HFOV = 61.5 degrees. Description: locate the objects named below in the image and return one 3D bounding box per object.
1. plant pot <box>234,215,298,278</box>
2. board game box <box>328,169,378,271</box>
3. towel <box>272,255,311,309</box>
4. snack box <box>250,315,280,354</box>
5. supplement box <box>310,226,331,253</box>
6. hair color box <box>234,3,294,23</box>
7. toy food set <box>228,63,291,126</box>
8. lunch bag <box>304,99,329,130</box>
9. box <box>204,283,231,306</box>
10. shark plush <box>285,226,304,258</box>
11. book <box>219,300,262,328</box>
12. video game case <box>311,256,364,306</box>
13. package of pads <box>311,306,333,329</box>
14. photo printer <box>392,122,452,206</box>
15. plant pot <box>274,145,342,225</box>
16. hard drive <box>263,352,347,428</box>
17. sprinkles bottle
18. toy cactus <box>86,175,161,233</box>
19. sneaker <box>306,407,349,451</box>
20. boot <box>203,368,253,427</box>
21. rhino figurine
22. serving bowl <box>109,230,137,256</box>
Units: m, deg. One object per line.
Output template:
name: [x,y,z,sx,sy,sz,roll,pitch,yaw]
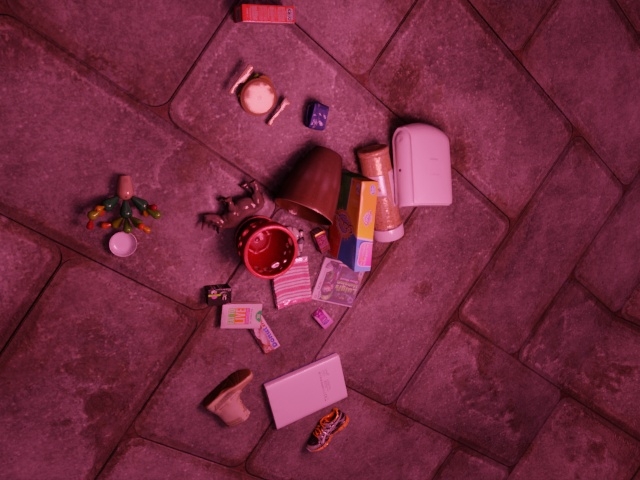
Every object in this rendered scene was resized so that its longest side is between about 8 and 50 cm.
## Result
plant pot: [-0.194,0.018,1.835,0.191,0.174,0.191,-7,108,-23]
board game box: [0.109,-0.076,1.910,0.064,0.242,0.316,-3,107,-23]
towel: [-0.105,0.155,1.982,0.144,0.029,0.197,-14,120,-16]
snack box: [-0.219,0.343,2.013,0.064,0.022,0.178,-33,116,-12]
supplement box: [0.000,0.000,1.989,0.043,0.055,0.083,-27,115,-14]
hair color box: [-0.174,-0.698,1.664,0.167,0.093,0.053,-7,109,-24]
toy food set: [-0.202,-0.472,1.760,0.192,0.038,0.132,37,96,-35]
lunch bag: [-0.017,-0.429,1.837,0.065,0.067,0.098,7,102,-27]
box: [-0.358,0.190,1.883,0.083,0.052,0.062,-4,107,-25]
shark plush: [-0.100,0.022,1.968,0.067,0.073,0.161,3,127,-6]
book: [-0.286,0.269,1.939,0.144,0.035,0.096,2,101,-20]
video game case: [0.069,0.163,2.092,0.190,0.022,0.173,15,100,-28]
package of pads: [0.009,0.305,2.103,0.050,0.032,0.083,-43,119,-10]
photo printer: [0.379,-0.279,1.995,0.256,0.107,0.307,-3,90,-42]
plant pot: [-0.015,-0.198,1.850,0.215,0.215,0.230,28,79,-29]
hard drive: [-0.055,0.602,2.163,0.319,0.040,0.210,-19,113,-19]
sprinkles bottle: [0.225,-0.174,2.002,0.121,0.121,0.355,-21,113,-18]
toy cactus: [-0.604,-0.109,1.655,0.219,0.112,0.180,-2,97,-16]
sneaker: [0.018,0.782,2.236,0.215,0.084,0.083,-40,117,-19]
boot: [-0.309,0.593,2.021,0.213,0.077,0.165,-38,118,-4]
rhino figurine: [-0.295,-0.101,1.809,0.243,0.073,0.106,-35,114,-10]
serving bowl: [-0.628,0.008,1.712,0.083,0.027,0.083,-7,109,-22]
